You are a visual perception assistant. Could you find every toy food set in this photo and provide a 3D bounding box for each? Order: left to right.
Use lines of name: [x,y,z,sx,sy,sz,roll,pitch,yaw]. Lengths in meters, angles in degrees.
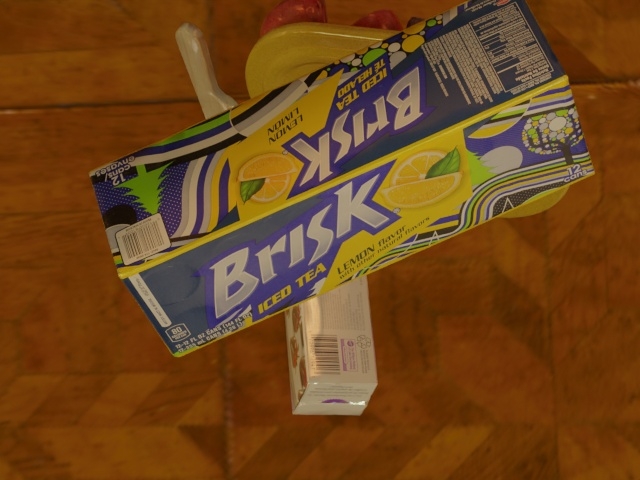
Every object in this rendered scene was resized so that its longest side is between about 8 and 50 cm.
toy food set: [0.037,-0.083,0.871,0.217,0.128,0.071,11,56,30]

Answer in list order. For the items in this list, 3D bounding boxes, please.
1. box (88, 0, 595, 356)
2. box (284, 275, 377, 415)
box: [0.007,-0.024,0.616,0.168,0.059,0.054,-23,51,3]
box: [0.000,0.000,1.532,0.067,0.063,0.324,3,58,-14]
